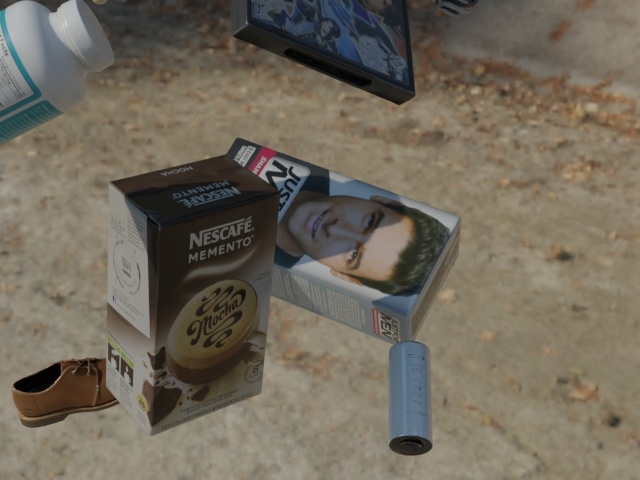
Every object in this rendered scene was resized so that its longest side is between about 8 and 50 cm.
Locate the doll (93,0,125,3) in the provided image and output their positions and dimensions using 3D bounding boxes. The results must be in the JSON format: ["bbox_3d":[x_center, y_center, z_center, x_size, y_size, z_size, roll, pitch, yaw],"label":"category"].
[{"bbox_3d":[-0.432,-0.579,2.354,0.046,0.129,0.189,15,60,39],"label":"doll"}]

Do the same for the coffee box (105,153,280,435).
[{"bbox_3d":[-0.157,0.064,1.313,0.168,0.297,0.119,-17,38,-34],"label":"coffee box"}]

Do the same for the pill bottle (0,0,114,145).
[{"bbox_3d":[-0.394,-0.202,1.363,0.264,0.146,0.146,-25,27,6],"label":"pill bottle"}]

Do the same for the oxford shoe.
[{"bbox_3d":[-0.328,0.194,1.536,0.212,0.076,0.076,-20,38,-13],"label":"oxford shoe"}]

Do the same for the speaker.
[{"bbox_3d":[0.111,0.195,1.355,0.055,0.055,0.136,3,52,-1],"label":"speaker"}]

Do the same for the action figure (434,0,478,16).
[{"bbox_3d":[0.184,-0.380,1.420,0.099,0.185,0.285,25,5,9],"label":"action figure"}]

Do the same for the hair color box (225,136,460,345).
[{"bbox_3d":[0.000,0.000,1.624,0.374,0.114,0.185,21,61,18],"label":"hair color box"}]

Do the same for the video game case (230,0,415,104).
[{"bbox_3d":[0.002,-0.314,1.251,0.248,0.275,0.035,16,-30,-39],"label":"video game case"}]
